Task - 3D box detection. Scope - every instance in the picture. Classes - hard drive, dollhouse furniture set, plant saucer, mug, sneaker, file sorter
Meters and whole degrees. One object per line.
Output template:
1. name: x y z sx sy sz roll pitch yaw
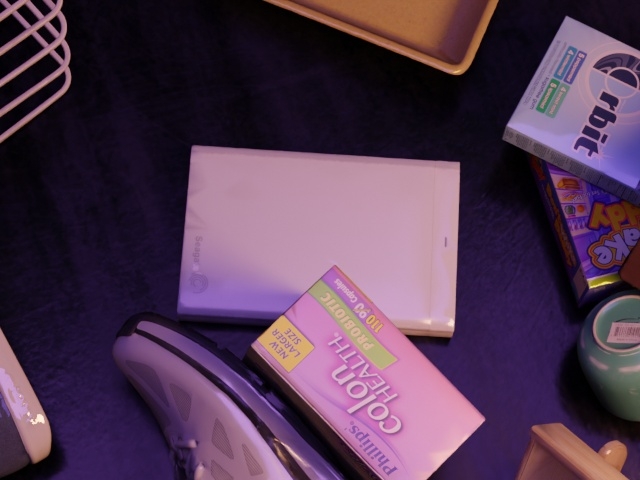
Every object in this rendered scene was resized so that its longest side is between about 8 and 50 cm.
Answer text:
1. hard drive: 0.000 0.000 1.966 0.308 0.040 0.203 4 71 -1
2. dollhouse furniture set: 0.301 0.271 1.727 0.242 0.161 0.212 -1 28 -39
3. plant saucer: 0.073 -0.377 2.076 0.333 0.081 0.332 23 72 5
4. mug: 0.354 0.108 1.877 0.158 0.097 0.129 -36 44 -1
5. sneaker: -0.106 0.293 1.793 0.447 0.169 0.257 44 73 10
6. file sorter: -0.390 -0.244 1.918 0.173 0.277 0.193 -39 76 -18
7. sneaker: -0.424 0.104 1.869 0.148 0.131 0.350 -26 74 -15

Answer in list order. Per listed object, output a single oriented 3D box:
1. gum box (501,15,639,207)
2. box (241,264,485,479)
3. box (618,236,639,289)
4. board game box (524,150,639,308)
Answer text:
1. gum box: 0.320 -0.142 1.939 0.184 0.041 0.157 28 72 7
2. box: 0.035 0.154 1.787 0.117 0.243 0.213 -44 87 -10
3. box: 0.453 -0.008 1.809 0.203 0.168 0.167 32 53 10
4. board game box: 0.426 -0.083 1.986 0.347 0.078 0.233 -15 72 -7
